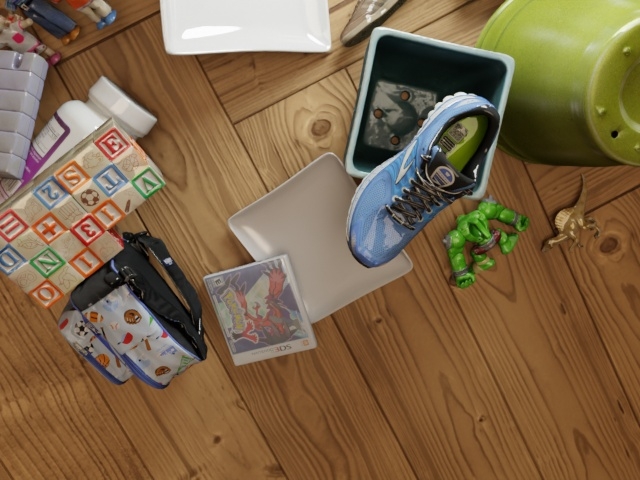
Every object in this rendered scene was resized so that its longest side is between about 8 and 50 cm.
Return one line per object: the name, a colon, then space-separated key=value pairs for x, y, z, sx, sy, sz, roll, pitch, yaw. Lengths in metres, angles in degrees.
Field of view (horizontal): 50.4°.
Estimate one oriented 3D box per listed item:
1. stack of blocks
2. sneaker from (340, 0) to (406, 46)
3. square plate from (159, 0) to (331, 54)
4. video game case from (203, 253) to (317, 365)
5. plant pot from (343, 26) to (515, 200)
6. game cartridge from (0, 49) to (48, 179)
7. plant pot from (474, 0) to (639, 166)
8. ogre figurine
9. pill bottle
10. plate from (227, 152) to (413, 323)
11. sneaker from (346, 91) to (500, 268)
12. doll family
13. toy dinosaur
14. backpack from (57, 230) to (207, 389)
stack of blocks: x=-0.410 y=-0.047 z=1.155 sx=0.297 sy=0.087 sz=0.171 roll=-39 pitch=118 yaw=-2
sneaker: x=0.098 y=-0.453 z=1.311 sx=0.188 sy=0.066 sz=0.071 roll=-41 pitch=84 yaw=-3
square plate: x=-0.143 y=-0.508 z=1.217 sx=0.347 sy=0.049 sz=0.344 roll=-12 pitch=101 yaw=-34
video game case: x=-0.121 y=0.143 z=1.372 sx=0.183 sy=0.023 sz=0.201 roll=-15 pitch=101 yaw=15
plant pot: x=0.171 y=-0.225 z=1.249 sx=0.248 sy=0.252 sz=0.247 roll=11 pitch=98 yaw=-6
game cartridge: x=-0.673 y=-0.230 z=1.202 sx=0.355 sy=0.068 sz=0.230 roll=8 pitch=85 yaw=10
plant pot: x=0.495 y=-0.276 z=1.193 sx=0.366 sy=0.353 sz=0.366 roll=-2 pitch=109 yaw=-7
ogre figurine: x=0.328 y=-0.008 z=1.380 sx=0.197 sy=0.097 sz=0.118 roll=-36 pitch=112 yaw=12
pill bottle: x=-0.443 y=-0.146 z=1.249 sx=0.169 sy=0.169 sz=0.301 roll=40 pitch=94 yaw=-10
plate: x=0.000 y=0.000 z=1.334 sx=0.278 sy=0.045 sz=0.277 roll=-31 pitch=102 yaw=27
sneaker: x=0.158 y=-0.095 z=1.068 sx=0.130 sy=0.147 sz=0.330 roll=35 pitch=95 yaw=-10
doll family: x=-0.490 y=-0.428 z=1.204 sx=0.263 sy=0.118 sz=0.163 roll=-23 pitch=140 yaw=29
toy dinosaur: x=0.535 y=-0.042 z=1.414 sx=0.092 sy=0.053 sz=0.183 roll=29 pitch=96 yaw=-8
backpack: x=-0.339 y=0.150 z=1.270 sx=0.213 sy=0.276 sz=0.263 roll=-41 pitch=107 yaw=7
